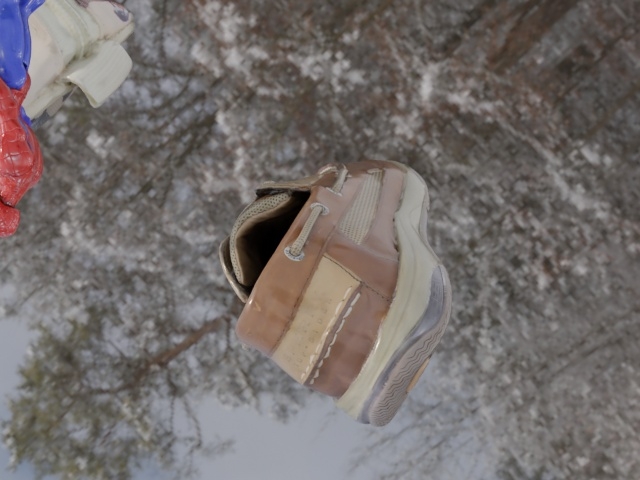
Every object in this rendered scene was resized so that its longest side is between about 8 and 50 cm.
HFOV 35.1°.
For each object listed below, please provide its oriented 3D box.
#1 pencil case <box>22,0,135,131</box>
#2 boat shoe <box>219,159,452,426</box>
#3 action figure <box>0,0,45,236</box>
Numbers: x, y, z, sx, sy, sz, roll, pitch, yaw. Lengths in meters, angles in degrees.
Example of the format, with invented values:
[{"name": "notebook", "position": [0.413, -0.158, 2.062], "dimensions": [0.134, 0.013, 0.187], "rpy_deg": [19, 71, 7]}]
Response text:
[{"name": "pencil case", "position": [-0.276, -0.228, 0.585], "dimensions": [0.160, 0.184, 0.410], "rpy_deg": [-44, -76, -33]}, {"name": "boat shoe", "position": [0.000, 0.000, 0.660], "dimensions": [0.117, 0.123, 0.324], "rpy_deg": [23, -168, -9]}, {"name": "action figure", "position": [-0.105, -0.058, 0.337], "dimensions": [0.038, 0.030, 0.115], "rpy_deg": [151, 117, -78]}]
